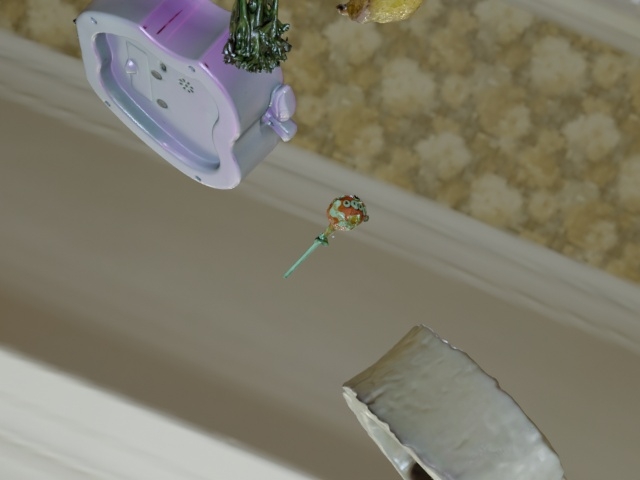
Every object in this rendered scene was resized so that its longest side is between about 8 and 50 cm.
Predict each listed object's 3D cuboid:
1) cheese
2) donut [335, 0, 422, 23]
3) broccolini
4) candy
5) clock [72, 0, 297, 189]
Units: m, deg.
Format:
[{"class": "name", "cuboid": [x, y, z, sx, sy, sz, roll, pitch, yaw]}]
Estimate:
[{"class": "cheese", "cuboid": [0.189, 0.279, 1.757, 0.153, 0.292, 0.332, -38, -139, -9]}, {"class": "donut", "cuboid": [0.089, -0.417, 1.827, 0.118, 0.253, 0.253, 4, -153, -3]}, {"class": "broccolini", "cuboid": [-0.062, -0.254, 1.323, 0.058, 0.201, 0.074, 22, -133, 17]}, {"class": "candy", "cuboid": [0.000, 0.000, 1.820, 0.055, 0.185, 0.049, 24, -140, -25]}, {"class": "clock", "cuboid": [-0.184, -0.216, 1.812, 0.338, 0.338, 0.102, 31, -114, 19]}]
